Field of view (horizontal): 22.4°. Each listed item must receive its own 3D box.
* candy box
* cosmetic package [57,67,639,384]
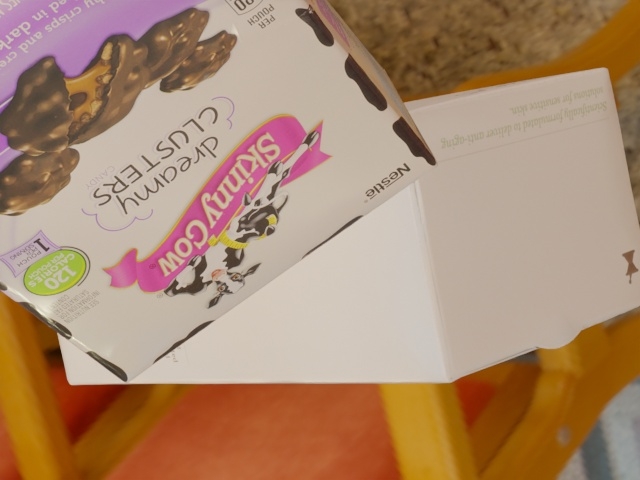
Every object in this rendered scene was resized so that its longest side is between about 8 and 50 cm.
[{"bbox_3d":[-0.074,-0.054,0.616,0.165,0.196,0.070,-36,45,10],"label":"candy box"},{"bbox_3d":[0.000,0.000,1.032,0.365,0.197,0.155,-8,96,46],"label":"cosmetic package"}]
